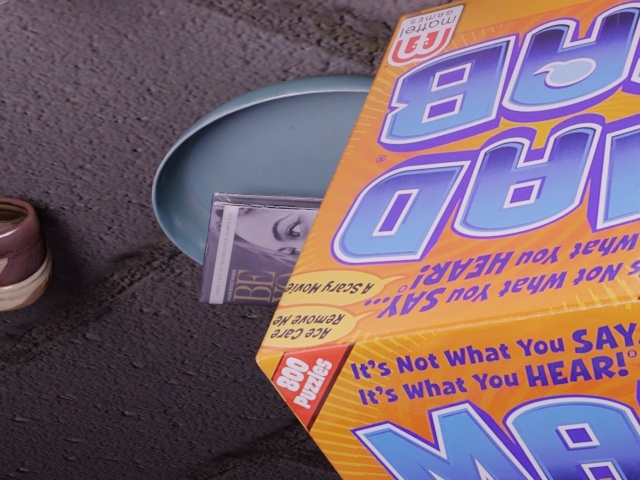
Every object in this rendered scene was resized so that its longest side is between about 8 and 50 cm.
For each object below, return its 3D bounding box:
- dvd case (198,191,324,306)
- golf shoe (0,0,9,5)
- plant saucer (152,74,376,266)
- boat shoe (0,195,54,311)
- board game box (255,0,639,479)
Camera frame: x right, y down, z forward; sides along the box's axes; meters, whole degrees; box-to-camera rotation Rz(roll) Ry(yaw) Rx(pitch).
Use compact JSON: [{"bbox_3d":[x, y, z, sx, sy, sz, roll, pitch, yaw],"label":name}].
[{"bbox_3d":[0.010,0.014,1.691,0.221,0.018,0.164,4,148,-6],"label":"dvd case"},{"bbox_3d":[-0.188,-0.197,1.308,0.176,0.069,0.086,-35,158,17],"label":"golf shoe"},{"bbox_3d":[0.017,-0.048,1.647,0.318,0.043,0.317,-1,147,0],"label":"plant saucer"},{"bbox_3d":[-0.425,-0.004,1.824,0.342,0.123,0.123,3,145,2],"label":"boat shoe"},{"bbox_3d":[0.238,0.048,1.349,0.356,0.356,0.356,-11,129,32],"label":"board game box"}]
